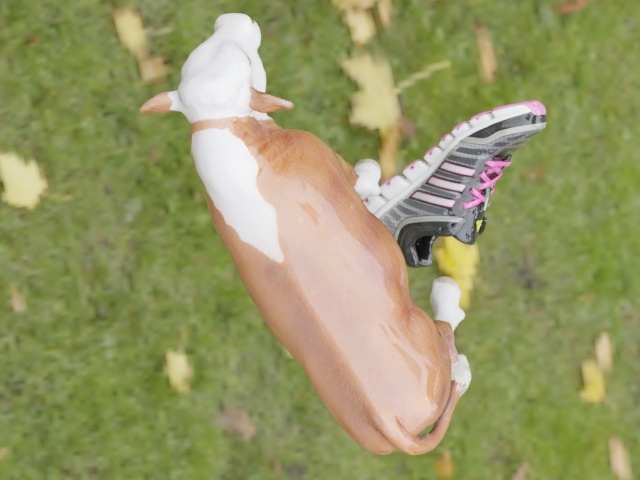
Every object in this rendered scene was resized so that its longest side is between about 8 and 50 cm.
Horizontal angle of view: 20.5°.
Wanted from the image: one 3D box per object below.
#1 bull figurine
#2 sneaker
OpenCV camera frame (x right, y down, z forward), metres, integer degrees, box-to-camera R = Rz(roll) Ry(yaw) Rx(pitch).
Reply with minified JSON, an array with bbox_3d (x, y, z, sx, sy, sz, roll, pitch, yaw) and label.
[{"bbox_3d":[0.000,0.000,1.172,0.310,0.101,0.188,64,21,6],"label":"bull figurine"},{"bbox_3d":[0.108,-0.037,1.311,0.075,0.170,0.063,60,26,14],"label":"sneaker"}]
